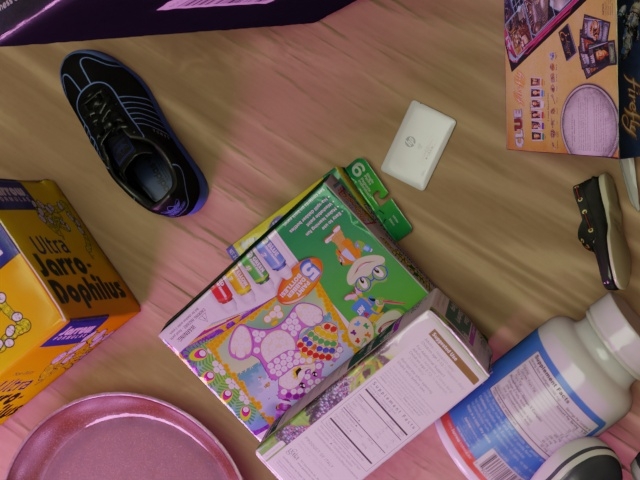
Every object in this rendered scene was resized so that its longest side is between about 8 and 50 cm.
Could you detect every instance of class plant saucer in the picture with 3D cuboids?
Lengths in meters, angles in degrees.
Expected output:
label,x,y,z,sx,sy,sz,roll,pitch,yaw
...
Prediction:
label,x,y,z,sx,sy,sz,roll,pitch,yaw
plant saucer,-0.211,0.320,1.891,0.310,0.050,0.311,1,92,19

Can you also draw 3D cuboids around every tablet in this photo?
label,x,y,z,sx,sy,sz,roll,pitch,yaw
tablet,0.103,-0.101,1.803,0.054,0.006,0.083,28,99,16

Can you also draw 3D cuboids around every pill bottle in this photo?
label,x,y,z,sx,sy,sz,roll,pitch,yaw
pill bottle,0.233,0.153,1.705,0.221,0.124,0.124,-40,80,14

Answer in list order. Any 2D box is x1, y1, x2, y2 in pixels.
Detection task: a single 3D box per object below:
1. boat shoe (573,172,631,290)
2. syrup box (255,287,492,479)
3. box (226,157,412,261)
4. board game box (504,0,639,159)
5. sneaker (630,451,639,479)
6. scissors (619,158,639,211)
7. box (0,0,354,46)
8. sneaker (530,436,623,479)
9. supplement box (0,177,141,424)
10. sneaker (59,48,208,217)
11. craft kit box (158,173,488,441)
label,x,y,z,sx,sy,sz,roll,pitch,yaw
boat shoe,0.282,-0.005,1.707,0.042,0.049,0.133,-21,55,24
syrup box,0.056,0.162,1.714,0.237,0.093,0.096,-41,94,15
box,0.000,0.000,1.819,0.179,0.043,0.105,-37,82,13
board game box,0.249,-0.207,1.674,0.165,0.042,0.243,10,105,54
sneaker,0.466,0.268,1.647,0.321,0.124,0.180,39,98,2
scissors,0.298,-0.183,1.730,0.109,0.021,0.297,-27,82,16
box,-0.125,-0.458,1.591,0.297,0.480,0.472,-22,84,39
sneaker,0.238,0.356,1.678,0.127,0.126,0.321,41,118,47
supplement box,-0.414,0.110,1.875,0.356,0.194,0.195,-39,79,15
sneaker,-0.214,-0.121,1.860,0.081,0.090,0.232,-44,79,14
craft kit box,0.003,0.103,1.784,0.250,0.061,0.246,-43,97,15
